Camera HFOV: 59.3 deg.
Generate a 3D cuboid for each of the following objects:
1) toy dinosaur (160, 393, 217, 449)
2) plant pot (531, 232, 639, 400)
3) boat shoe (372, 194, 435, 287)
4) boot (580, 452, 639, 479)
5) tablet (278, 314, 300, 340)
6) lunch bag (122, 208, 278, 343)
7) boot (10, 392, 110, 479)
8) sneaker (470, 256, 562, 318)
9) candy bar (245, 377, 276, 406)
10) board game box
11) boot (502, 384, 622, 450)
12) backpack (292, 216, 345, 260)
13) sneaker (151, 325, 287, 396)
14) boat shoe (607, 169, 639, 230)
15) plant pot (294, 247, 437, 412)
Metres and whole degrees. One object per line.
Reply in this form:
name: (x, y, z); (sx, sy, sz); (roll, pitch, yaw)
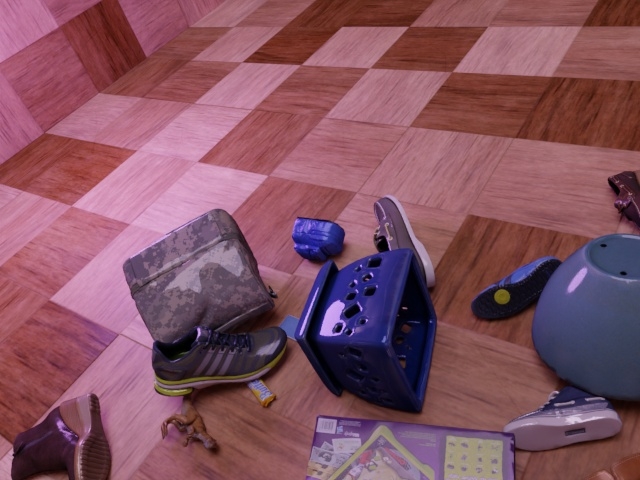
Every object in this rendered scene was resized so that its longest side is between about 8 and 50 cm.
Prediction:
toy dinosaur: (-0.276, 0.371, 1.177); (0.112, 0.064, 0.211); (-7, 36, -27)
plant pot: (0.528, 0.104, 0.989); (0.290, 0.195, 0.290); (-9, 33, 6)
boat shoe: (0.177, 0.001, 1.344); (0.091, 0.109, 0.305); (-17, 44, -3)
boot: (0.523, 0.402, 0.789); (0.283, 0.109, 0.220); (-25, 36, 5)
tablet: (-0.059, 0.203, 1.296); (0.083, 0.006, 0.054); (16, 53, 36)
lunch bag: (-0.282, 0.118, 1.326); (0.305, 0.212, 0.256); (-29, 58, -5)
boot: (-0.552, 0.461, 1.179); (0.207, 0.090, 0.248); (-32, 42, 5)
sneaker: (0.414, 0.101, 1.186); (0.209, 0.069, 0.082); (-30, -1, 7)
candy bar: (-0.146, 0.301, 1.217); (0.040, 0.018, 0.161); (-35, 42, -16)
board game box: (0.142, 0.411, 0.933); (0.347, 0.056, 0.208); (-1, 51, 21)
boot: (0.405, 0.302, 0.969); (0.190, 0.069, 0.086); (-9, 28, 9)
backpack: (0.000, 0.000, 1.430); (0.120, 0.098, 0.101); (3, 75, 25)
sneaker: (-0.217, 0.237, 1.196); (0.300, 0.121, 0.111); (-16, 35, -11)
boat shoe: (0.696, -0.083, 1.258); (0.073, 0.073, 0.207); (-7, 35, 18)
plant pot: (0.090, 0.173, 1.105); (0.212, 0.236, 0.236); (-3, 44, 27)
